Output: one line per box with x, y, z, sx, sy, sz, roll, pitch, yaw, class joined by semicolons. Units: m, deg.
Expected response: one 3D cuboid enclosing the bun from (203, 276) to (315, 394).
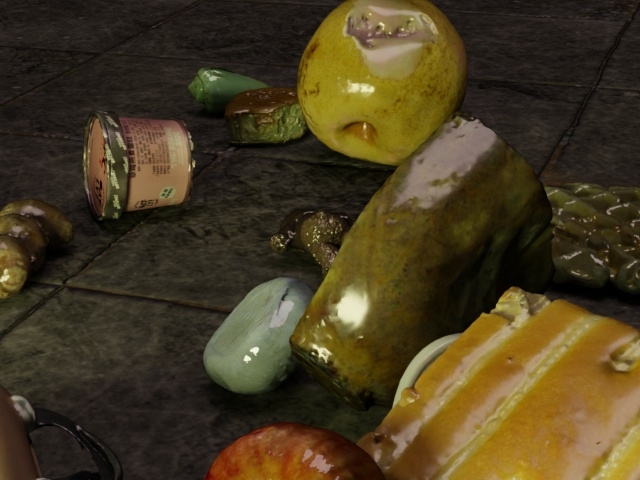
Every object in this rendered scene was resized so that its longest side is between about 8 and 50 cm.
-0.052;0.105;1.291;0.141;0.083;0.141;-41;15;14;bun

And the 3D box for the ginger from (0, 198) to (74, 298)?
-0.382;0.006;1.571;0.104;0.080;0.204;6;22;5;ginger

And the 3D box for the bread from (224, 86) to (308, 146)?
-0.087;-0.202;2.033;0.140;0.069;0.128;-1;25;5;bread

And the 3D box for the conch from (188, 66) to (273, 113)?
-0.150;-0.261;2.178;0.170;0.079;0.106;8;27;-17;conch

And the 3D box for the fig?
-0.025;0.229;0.989;0.149;0.202;0.148;-9;59;-18;fig

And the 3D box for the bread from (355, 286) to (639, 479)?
0.184;0.166;1.012;0.246;0.111;0.239;-43;43;-19;bread

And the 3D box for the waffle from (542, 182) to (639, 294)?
0.367;-0.010;1.577;0.309;0.056;0.292;8;26;24;waffle

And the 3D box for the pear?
0.096;-0.251;1.886;0.271;0.271;0.271;-2;24;1;pear

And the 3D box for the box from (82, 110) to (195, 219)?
-0.253;-0.107;1.743;0.135;0.151;0.151;-4;23;-25;box

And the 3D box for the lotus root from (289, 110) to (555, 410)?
0.102;0.059;1.216;0.149;0.267;0.260;34;64;27;lotus root

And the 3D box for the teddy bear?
0.000;-0.007;1.573;0.119;0.078;0.160;-20;30;-28;teddy bear

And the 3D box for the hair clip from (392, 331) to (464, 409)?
0.152;0.152;1.149;0.220;0.140;0.054;-9;-4;-18;hair clip

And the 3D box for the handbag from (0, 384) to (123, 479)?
-0.297;0.223;0.993;0.283;0.149;0.302;-13;24;-17;handbag
